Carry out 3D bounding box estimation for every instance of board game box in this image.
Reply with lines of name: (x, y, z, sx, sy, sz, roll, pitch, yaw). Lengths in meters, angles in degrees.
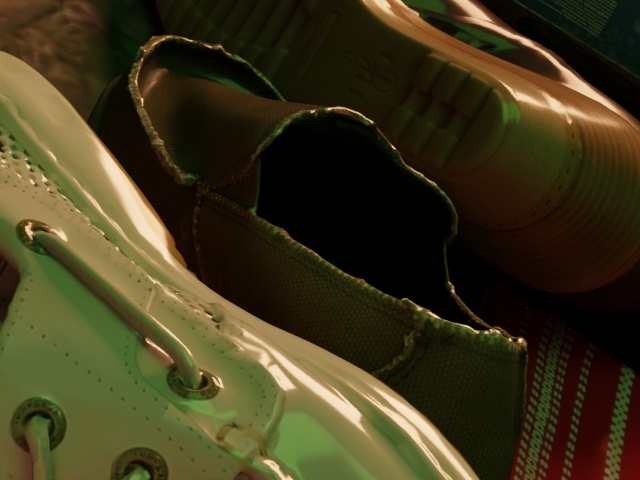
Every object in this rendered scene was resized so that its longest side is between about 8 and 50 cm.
board game box: (0.132, -0.066, 0.802, 0.201, 0.035, 0.136, 31, -5, -5)

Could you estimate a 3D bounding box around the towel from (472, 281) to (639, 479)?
towel: (0.154, 0.127, 0.601, 0.275, 0.031, 0.199, 32, 27, -2)

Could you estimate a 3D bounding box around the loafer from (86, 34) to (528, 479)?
loafer: (0.000, 0.000, 0.557, 0.094, 0.087, 0.251, 16, 24, -31)

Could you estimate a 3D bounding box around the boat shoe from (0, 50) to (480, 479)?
boat shoe: (-0.057, 0.051, 0.435, 0.096, 0.098, 0.277, -3, 36, -48)

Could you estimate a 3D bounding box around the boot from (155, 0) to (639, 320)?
boot: (0.057, -0.042, 0.736, 0.207, 0.090, 0.248, 30, 11, -45)
